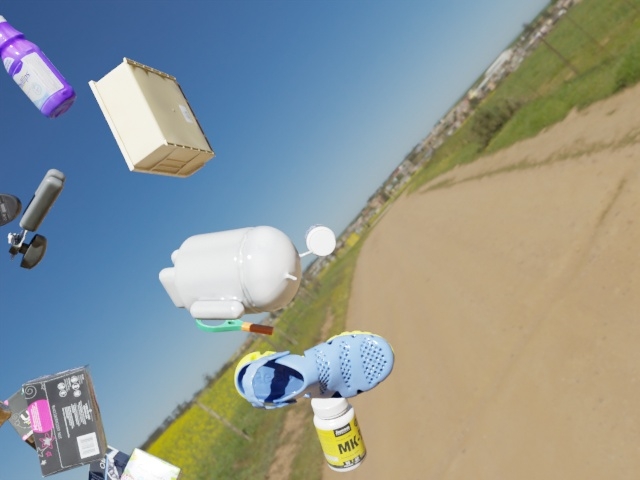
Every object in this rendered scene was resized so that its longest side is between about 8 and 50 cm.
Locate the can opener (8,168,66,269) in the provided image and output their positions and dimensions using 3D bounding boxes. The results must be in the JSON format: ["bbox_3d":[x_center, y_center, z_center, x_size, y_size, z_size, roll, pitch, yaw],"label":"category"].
[{"bbox_3d":[-0.702,-0.053,1.564,0.280,0.093,0.074,-53,32,24],"label":"can opener"}]

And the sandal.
[{"bbox_3d":[-0.017,0.250,1.159,0.317,0.126,0.138,-15,-4,6],"label":"sandal"}]

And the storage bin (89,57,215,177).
[{"bbox_3d":[-0.433,-0.317,1.669,0.123,0.262,0.260,-31,-10,18],"label":"storage bin"}]

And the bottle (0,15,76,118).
[{"bbox_3d":[-0.787,-0.469,1.690,0.118,0.283,0.092,-26,16,47],"label":"bottle"}]

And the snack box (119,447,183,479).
[{"bbox_3d":[-0.449,0.627,1.659,0.037,0.141,0.100,78,-146,-65],"label":"snack box"}]

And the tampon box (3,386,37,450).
[{"bbox_3d":[-0.880,0.539,1.925,0.120,0.161,0.101,-42,-30,-25],"label":"tampon box"}]

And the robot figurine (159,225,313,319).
[{"bbox_3d":[-0.195,0.073,1.462,0.353,0.200,0.300,-7,39,23],"label":"robot figurine"}]

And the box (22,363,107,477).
[{"bbox_3d":[-0.680,0.476,1.689,0.163,0.247,0.142,-13,-1,-16],"label":"box"}]

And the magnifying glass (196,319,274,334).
[{"bbox_3d":[-0.250,0.245,1.829,0.092,0.231,0.026,-67,-15,-65],"label":"magnifying glass"}]

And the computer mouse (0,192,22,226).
[{"bbox_3d":[-0.732,-0.045,1.263,0.242,0.071,0.041,-14,8,-22],"label":"computer mouse"}]

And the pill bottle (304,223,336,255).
[{"bbox_3d":[0.000,0.000,1.631,0.078,0.078,0.137,-48,7,1],"label":"pill bottle"}]

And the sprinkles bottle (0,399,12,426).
[{"bbox_3d":[-0.612,0.382,0.916,0.355,0.121,0.121,-61,3,-19],"label":"sprinkles bottle"}]

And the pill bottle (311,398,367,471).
[{"bbox_3d":[0.049,0.526,1.748,0.119,0.208,0.119,-15,18,5],"label":"pill bottle"}]

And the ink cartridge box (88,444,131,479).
[{"bbox_3d":[-0.646,0.766,1.990,0.045,0.206,0.208,-32,-46,-61],"label":"ink cartridge box"}]
